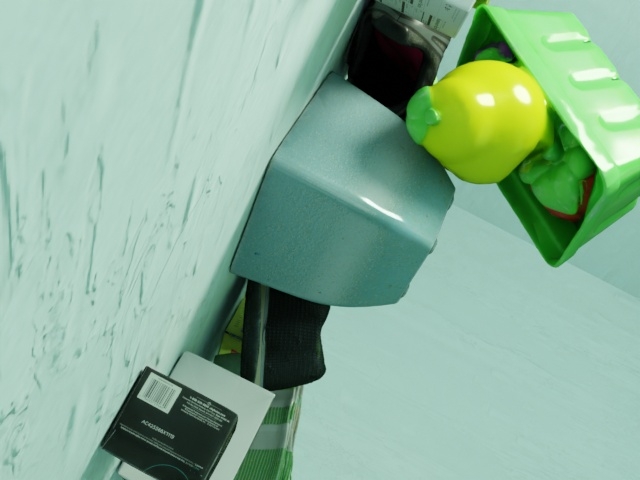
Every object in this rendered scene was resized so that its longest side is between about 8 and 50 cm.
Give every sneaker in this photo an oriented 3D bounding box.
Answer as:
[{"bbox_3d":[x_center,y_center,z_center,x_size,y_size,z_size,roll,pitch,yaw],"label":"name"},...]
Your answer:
[{"bbox_3d":[0.103,-0.263,1.402,0.202,0.185,0.483,-52,166,-22],"label":"sneaker"}]

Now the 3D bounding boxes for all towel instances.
[{"bbox_3d":[-0.146,0.369,1.679,0.038,0.248,0.325,38,51,-45],"label":"towel"}]

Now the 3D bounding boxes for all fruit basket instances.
[{"bbox_3d":[0.281,-0.158,1.277,0.283,0.392,0.392,100,16,-59],"label":"fruit basket"}]

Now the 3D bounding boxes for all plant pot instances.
[{"bbox_3d":[0.050,-0.047,1.271,0.247,0.252,0.248,-62,179,-45],"label":"plant pot"}]

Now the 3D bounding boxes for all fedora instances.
[{"bbox_3d":[-0.062,0.176,1.556,0.334,0.152,0.334,-176,-90,-88],"label":"fedora"}]

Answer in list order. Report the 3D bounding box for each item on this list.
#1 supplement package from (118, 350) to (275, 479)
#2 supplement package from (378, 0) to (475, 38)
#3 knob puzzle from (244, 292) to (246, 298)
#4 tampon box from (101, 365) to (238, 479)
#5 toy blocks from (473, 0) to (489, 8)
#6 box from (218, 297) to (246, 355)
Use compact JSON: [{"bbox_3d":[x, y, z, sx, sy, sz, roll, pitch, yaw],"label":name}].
[{"bbox_3d":[-0.182,0.297,1.265,0.194,0.149,0.203,-62,179,-22],"label":"supplement package"},{"bbox_3d":[0.171,-0.412,1.060,0.262,0.145,0.204,-63,178,6],"label":"supplement package"},{"bbox_3d":[-0.106,0.045,1.823,0.213,0.030,0.213,-63,178,-3],"label":"knob puzzle"},{"bbox_3d":[-0.170,0.228,0.994,0.101,0.120,0.161,-62,179,-18],"label":"tampon box"},{"bbox_3d":[0.250,-0.544,1.361,0.261,0.190,0.381,-44,153,-57],"label":"toy blocks"},{"bbox_3d":[-0.172,0.208,1.838,0.087,0.058,0.232,-63,179,-29],"label":"box"}]
